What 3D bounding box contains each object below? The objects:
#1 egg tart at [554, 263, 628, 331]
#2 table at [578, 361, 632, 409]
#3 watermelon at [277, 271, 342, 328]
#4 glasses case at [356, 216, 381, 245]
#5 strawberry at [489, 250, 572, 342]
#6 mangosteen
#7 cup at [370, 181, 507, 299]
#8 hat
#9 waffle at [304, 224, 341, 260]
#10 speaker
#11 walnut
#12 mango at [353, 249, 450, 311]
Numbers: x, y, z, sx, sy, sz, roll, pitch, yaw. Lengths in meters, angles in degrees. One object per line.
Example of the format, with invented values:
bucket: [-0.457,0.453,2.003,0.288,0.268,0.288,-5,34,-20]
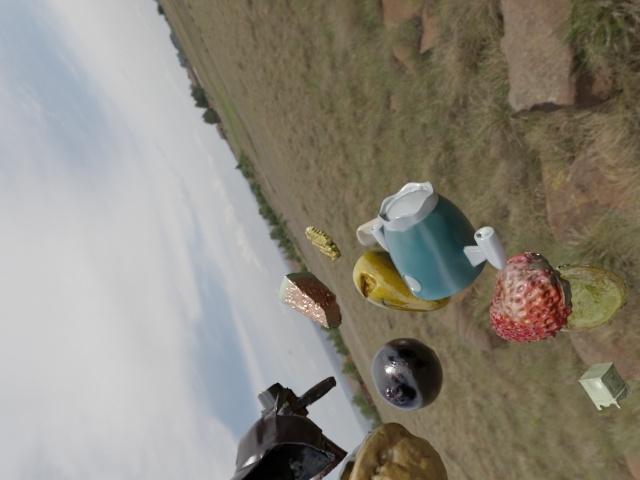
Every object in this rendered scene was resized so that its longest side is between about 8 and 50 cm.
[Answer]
egg tart: [0.880,0.187,1.522,0.120,0.315,0.315,-74,-33,-52]
table: [0.699,0.356,1.070,0.083,0.079,0.062,60,149,9]
watermelon: [-0.012,0.234,1.637,0.256,0.192,0.140,37,116,43]
glasses case: [0.222,-0.047,1.552,0.083,0.196,0.050,64,-156,-3]
strawberry: [0.600,0.192,1.338,0.336,0.149,0.265,99,159,-46]
mangosteen: [0.367,0.536,1.782,0.297,0.313,0.297,10,103,51]
cup: [0.192,-0.009,0.795,0.173,0.167,0.299,52,159,-24]
hat: [-0.152,0.533,1.114,0.209,0.336,0.238,43,144,44]
waffle: [0.000,0.000,1.458,0.192,0.046,0.161,41,171,37]
speaker: [-0.040,0.599,1.435,0.329,0.259,0.198,58,-170,15]
walnut: [0.235,0.802,1.428,0.384,0.383,0.383,63,175,10]
mango: [0.300,0.154,1.616,0.253,0.364,0.182,-53,-24,-62]
